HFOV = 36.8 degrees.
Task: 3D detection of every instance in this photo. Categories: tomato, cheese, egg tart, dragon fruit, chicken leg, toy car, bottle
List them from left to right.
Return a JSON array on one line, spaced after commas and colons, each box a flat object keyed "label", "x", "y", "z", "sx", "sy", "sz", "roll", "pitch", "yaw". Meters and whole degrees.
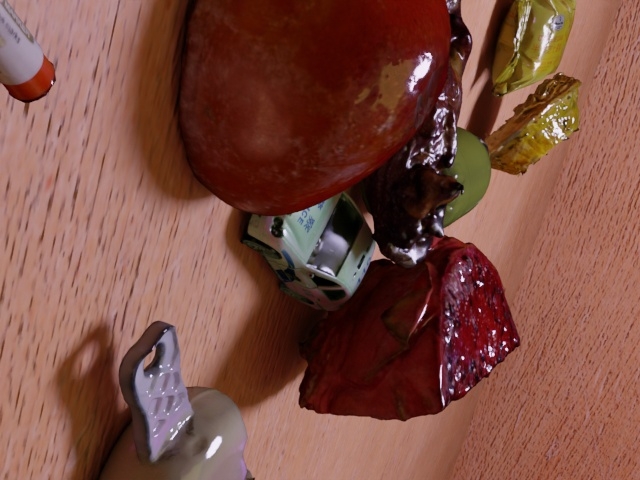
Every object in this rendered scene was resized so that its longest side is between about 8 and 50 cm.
[{"label": "cheese", "x": -0.109, "y": 0.165, "z": 0.712, "sx": 0.163, "sy": 0.082, "sz": 0.286, "roll": -53, "pitch": 155, "yaw": -43}, {"label": "toy car", "x": 0.000, "y": 0.000, "z": 0.849, "sx": 0.090, "sy": 0.076, "sz": 0.224, "roll": -63, "pitch": 162, "yaw": -13}, {"label": "tomato", "x": 0.011, "y": -0.113, "z": 0.647, "sx": 0.200, "sy": 0.139, "sz": 0.233, "roll": -43, "pitch": 150, "yaw": -41}, {"label": "dragon fruit", "x": 0.068, "y": 0.080, "z": 0.998, "sx": 0.317, "sy": 0.205, "sz": 0.152, "roll": -15, "pitch": 94, "yaw": -67}, {"label": "chicken leg", "x": 0.100, "y": -0.168, "z": 0.903, "sx": 0.158, "sy": 0.096, "sz": 0.407, "roll": 110, "pitch": -7, "yaw": -74}, {"label": "bottle", "x": 0.136, "y": -0.077, "z": 1.095, "sx": 0.260, "sy": 0.112, "sz": 0.112, "roll": -26, "pitch": 135, "yaw": -65}, {"label": "egg tart", "x": 0.320, "y": -0.164, "z": 1.462, "sx": 0.212, "sy": 0.090, "sz": 0.212, "roll": -37, "pitch": 174, "yaw": -4}]

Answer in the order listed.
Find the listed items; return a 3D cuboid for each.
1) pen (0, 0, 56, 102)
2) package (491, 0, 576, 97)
[{"label": "pen", "x": -0.153, "y": -0.121, "z": 0.344, "sx": 0.028, "sy": 0.028, "sz": 0.239, "roll": -63, "pitch": 162, "yaw": -18}, {"label": "package", "x": 0.307, "y": -0.295, "z": 1.374, "sx": 0.226, "sy": 0.090, "sz": 0.168, "roll": -38, "pitch": 146, "yaw": -59}]
